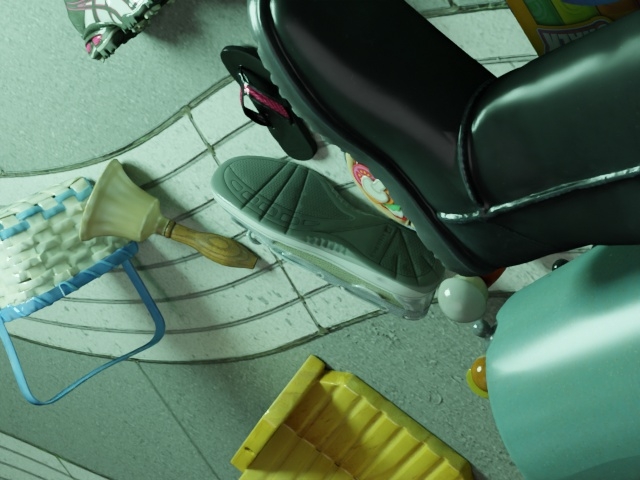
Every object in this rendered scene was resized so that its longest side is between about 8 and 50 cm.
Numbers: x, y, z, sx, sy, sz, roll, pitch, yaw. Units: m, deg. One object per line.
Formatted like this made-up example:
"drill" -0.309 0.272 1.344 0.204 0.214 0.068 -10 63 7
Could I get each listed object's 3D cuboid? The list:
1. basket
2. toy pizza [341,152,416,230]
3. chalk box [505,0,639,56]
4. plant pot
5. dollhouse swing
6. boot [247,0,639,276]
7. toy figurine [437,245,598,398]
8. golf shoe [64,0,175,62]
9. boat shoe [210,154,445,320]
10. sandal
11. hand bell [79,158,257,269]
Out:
"basket" -0.380 0.068 2.227 0.201 0.254 0.289 -20 97 51
"toy pizza" 0.105 -0.075 1.775 0.201 0.032 0.201 25 144 20
"chalk box" 0.274 -0.244 1.278 0.180 0.179 0.289 -9 124 49
"plant pot" 0.358 0.109 1.423 0.341 0.341 0.334 49 136 -14
"dollhouse swing" 0.006 0.425 2.222 0.347 0.305 0.315 38 147 3
"boot" 0.189 -0.137 1.191 0.367 0.146 0.445 45 152 -22
"toy figurine" 0.256 0.099 1.731 0.213 0.148 0.209 14 139 32
"golf shoe" -0.233 -0.305 1.769 0.120 0.105 0.273 53 144 -9
"boat shoe" 0.002 -0.001 1.891 0.320 0.118 0.103 25 141 9
"sandal" -0.065 -0.162 1.828 0.067 0.040 0.179 -5 127 47
"hand bell" -0.203 -0.013 2.110 0.242 0.126 0.126 22 145 2
